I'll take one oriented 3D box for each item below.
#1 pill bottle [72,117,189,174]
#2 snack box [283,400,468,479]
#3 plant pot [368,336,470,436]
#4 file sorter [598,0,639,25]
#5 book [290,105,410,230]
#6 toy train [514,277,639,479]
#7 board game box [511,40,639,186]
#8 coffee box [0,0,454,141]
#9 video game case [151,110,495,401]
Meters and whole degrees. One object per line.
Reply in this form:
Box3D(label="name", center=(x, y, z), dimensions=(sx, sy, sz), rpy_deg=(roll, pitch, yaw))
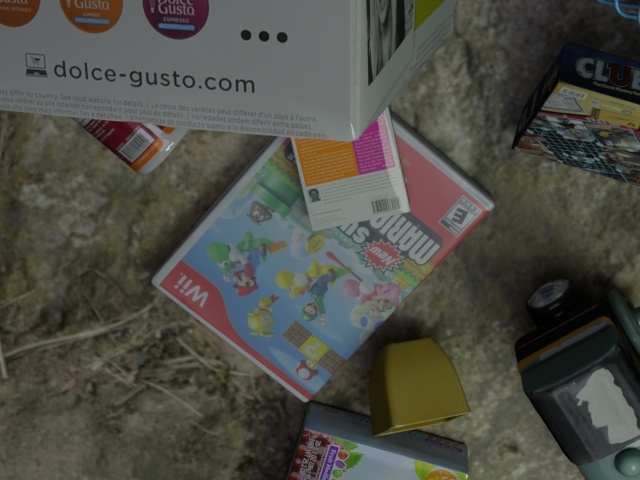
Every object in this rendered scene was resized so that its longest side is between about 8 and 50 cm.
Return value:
Box3D(label="pill bottle", center=(-0.194, -0.138, 1.531), dimensions=(0.152, 0.086, 0.086), rpy_deg=(41, 108, -12))
Box3D(label="snack box", center=(0.040, 0.287, 1.691), dimensions=(0.174, 0.070, 0.207), rpy_deg=(17, 113, -3))
Box3D(label="plant pot", center=(0.090, 0.141, 1.617), dimensions=(0.081, 0.081, 0.083), rpy_deg=(-9, 80, -15))
Box3D(label="file sorter", center=(0.303, -0.236, 1.400), dimensions=(0.104, 0.170, 0.118), rpy_deg=(3, 114, -25))
Box3D(label="book", center=(0.024, -0.086, 1.540), dimensions=(0.096, 0.035, 0.144), rpy_deg=(-11, 111, 5))
Box3D(label="toy train", center=(0.297, 0.194, 1.573), dimensions=(0.142, 0.190, 0.334), rpy_deg=(-28, 107, 14))
Box3D(label="board game box", center=(0.310, -0.095, 1.482), dimensions=(0.243, 0.165, 0.042), rpy_deg=(16, 70, -3))
Box3D(label="coffee box", center=(-0.086, -0.294, 1.293), dimensions=(0.338, 0.338, 0.334), rpy_deg=(6, 111, 16))
Box3D(label="video game case", center=(0.000, 0.000, 1.606), dimensions=(0.204, 0.025, 0.285), rpy_deg=(39, 109, -11))
